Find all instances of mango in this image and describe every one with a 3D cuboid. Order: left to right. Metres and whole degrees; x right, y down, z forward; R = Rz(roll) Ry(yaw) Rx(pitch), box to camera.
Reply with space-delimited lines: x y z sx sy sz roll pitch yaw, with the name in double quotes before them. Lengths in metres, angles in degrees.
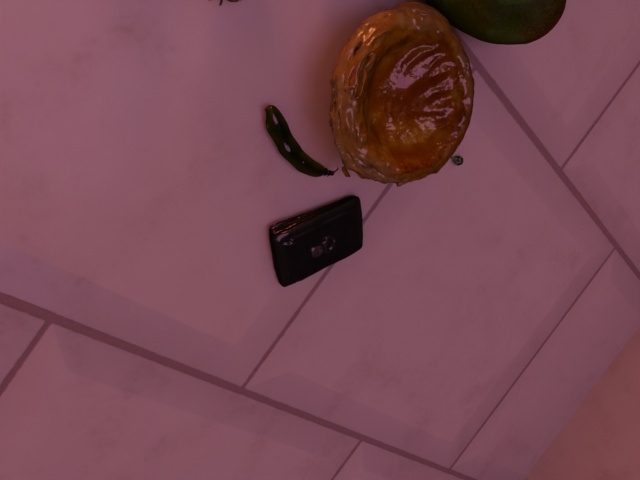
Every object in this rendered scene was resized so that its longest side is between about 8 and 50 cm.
"mango" 0.357 -0.529 1.160 0.382 0.225 0.201 9 111 -32

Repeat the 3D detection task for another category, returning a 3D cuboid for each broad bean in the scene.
"broad bean" -0.052 -0.199 1.192 0.069 0.039 0.227 -47 128 5

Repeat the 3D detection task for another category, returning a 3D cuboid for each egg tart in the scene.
"egg tart" 0.157 -0.303 1.189 0.388 0.169 0.388 -13 116 -28

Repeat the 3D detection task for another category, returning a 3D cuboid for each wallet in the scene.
"wallet" 0.000 0.000 1.312 0.245 0.052 0.168 -24 126 -22

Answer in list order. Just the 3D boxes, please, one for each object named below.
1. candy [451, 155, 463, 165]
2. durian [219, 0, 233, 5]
"candy" 0.332 -0.213 1.425 0.083 0.025 0.023 14 77 -25
"durian" -0.128 -0.478 0.977 0.215 0.100 0.086 -45 124 -13
